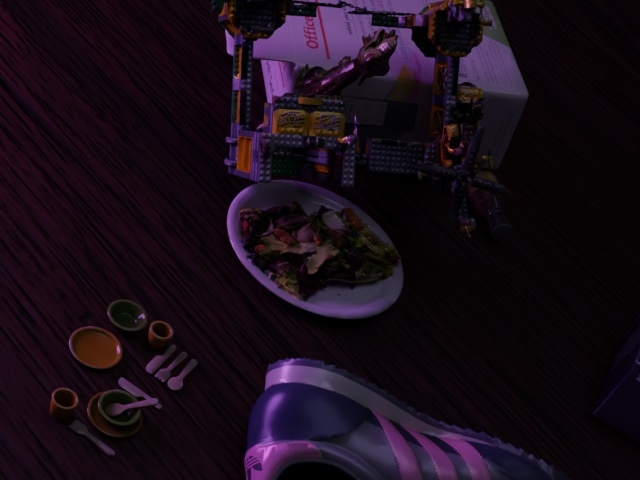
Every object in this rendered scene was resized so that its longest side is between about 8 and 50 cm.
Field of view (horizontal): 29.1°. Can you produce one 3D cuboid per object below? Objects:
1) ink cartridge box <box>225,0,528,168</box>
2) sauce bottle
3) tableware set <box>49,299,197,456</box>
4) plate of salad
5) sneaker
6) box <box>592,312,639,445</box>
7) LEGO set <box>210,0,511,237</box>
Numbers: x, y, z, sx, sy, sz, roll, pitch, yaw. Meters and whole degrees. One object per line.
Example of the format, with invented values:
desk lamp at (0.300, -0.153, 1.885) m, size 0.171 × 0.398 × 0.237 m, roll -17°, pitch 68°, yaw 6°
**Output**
ink cartridge box at (0.045, -0.208, 1.461) m, size 0.353 × 0.119 × 0.207 m, roll 6°, pitch 42°, yaw -15°
sauce bottle at (0.198, -0.054, 1.473) m, size 0.042 × 0.042 × 0.128 m, roll 8°, pitch 45°, yaw -26°
tableware set at (-0.176, 0.110, 1.062) m, size 0.104 × 0.024 × 0.154 m, roll 35°, pitch 38°, yaw 7°
plate of salad at (0.000, 0.000, 1.279) m, size 0.200 × 0.048 × 0.200 m, roll 18°, pitch 40°, yaw -16°
sneaker at (0.081, 0.222, 1.056) m, size 0.319 × 0.112 × 0.131 m, roll 23°, pitch 55°, yaw -4°
box at (0.393, 0.157, 1.316) m, size 0.156 × 0.093 × 0.158 m, roll 34°, pitch 37°, yaw 5°
LEGO set at (0.045, -0.154, 1.250) m, size 0.331 × 0.255 × 0.192 m, roll 11°, pitch 4°, yaw -16°
